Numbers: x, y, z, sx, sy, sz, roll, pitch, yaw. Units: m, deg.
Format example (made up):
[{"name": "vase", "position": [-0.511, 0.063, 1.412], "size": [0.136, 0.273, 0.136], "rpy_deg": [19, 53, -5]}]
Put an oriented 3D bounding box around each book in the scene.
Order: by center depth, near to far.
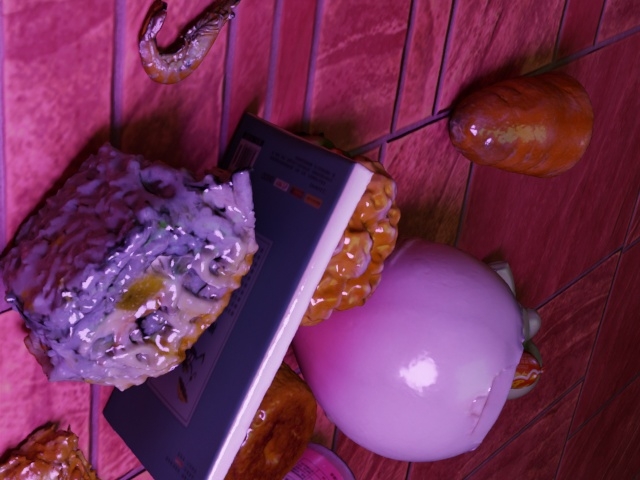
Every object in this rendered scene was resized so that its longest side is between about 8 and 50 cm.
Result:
[{"name": "book", "position": [-0.098, 0.065, 1.169], "size": [0.031, 0.264, 0.379], "rpy_deg": [23, 95, -31]}]

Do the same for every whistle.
[{"name": "whistle", "position": [0.310, 0.154, 1.995], "size": [0.141, 0.141, 0.294], "rpy_deg": [-31, 120, -42]}]

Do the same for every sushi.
[{"name": "sushi", "position": [-0.175, 0.018, 1.088], "size": [0.274, 0.139, 0.184], "rpy_deg": [-49, 142, -1]}]

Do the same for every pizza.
[{"name": "pizza", "position": [-0.303, 0.304, 1.203], "size": [0.335, 0.086, 0.226], "rpy_deg": [2, 113, -55]}]

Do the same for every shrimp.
[{"name": "shrimp", "position": [-0.126, -0.208, 1.117], "size": [0.127, 0.025, 0.091], "rpy_deg": [-46, 145, -20]}]

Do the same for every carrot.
[{"name": "carrot", "position": [0.263, -0.166, 1.650], "size": [0.225, 0.159, 0.159], "rpy_deg": [-5, 118, -40]}]

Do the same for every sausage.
[{"name": "sausage", "position": [0.262, 0.202, 1.871], "size": [0.264, 0.083, 0.083], "rpy_deg": [7, 110, -29]}]

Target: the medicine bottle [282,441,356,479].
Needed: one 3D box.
[{"name": "medicine bottle", "position": [-0.065, 0.386, 1.566], "size": [0.247, 0.147, 0.147], "rpy_deg": [-28, 136, -43]}]

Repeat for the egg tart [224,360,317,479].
[{"name": "egg tart", "position": [-0.105, 0.208, 1.360], "size": [0.202, 0.147, 0.202], "rpy_deg": [-34, 140, -35]}]

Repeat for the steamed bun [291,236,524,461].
[{"name": "steamed bun", "position": [0.092, 0.132, 1.509], "size": [0.309, 0.309, 0.309], "rpy_deg": [-36, 141, -37]}]

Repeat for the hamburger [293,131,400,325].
[{"name": "hamburger", "position": [0.000, 0.000, 1.338], "size": [0.237, 0.149, 0.237], "rpy_deg": [-44, 150, -35]}]
